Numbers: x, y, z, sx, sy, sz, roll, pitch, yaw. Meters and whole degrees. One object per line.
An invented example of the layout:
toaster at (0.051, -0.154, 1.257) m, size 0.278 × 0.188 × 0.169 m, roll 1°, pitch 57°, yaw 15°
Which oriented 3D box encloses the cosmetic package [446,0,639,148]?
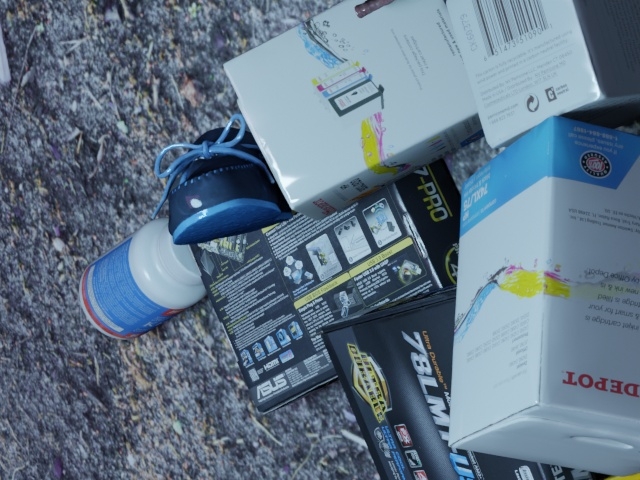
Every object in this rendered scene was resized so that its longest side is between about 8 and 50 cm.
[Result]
cosmetic package at (0.247, -0.187, 1.620) m, size 0.151 × 0.184 × 0.151 m, roll -23°, pitch 80°, yaw 49°

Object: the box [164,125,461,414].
box at (0.000, 0.000, 2.039) m, size 0.395 × 0.097 × 0.318 m, roll -33°, pitch 81°, yaw 48°

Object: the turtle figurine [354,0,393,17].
turtle figurine at (0.091, -0.355, 1.613) m, size 0.266 × 0.198 × 0.274 m, roll 9°, pitch 73°, yaw 43°

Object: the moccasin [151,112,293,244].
moccasin at (-0.111, -0.062, 1.841) m, size 0.342 × 0.138 × 0.116 m, roll 10°, pitch -117°, yaw -88°

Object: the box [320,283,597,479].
box at (0.149, 0.196, 1.811) m, size 0.293 × 0.073 × 0.295 m, roll -18°, pitch 94°, yaw 59°

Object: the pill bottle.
pill bottle at (-0.215, 0.042, 2.268) m, size 0.221 × 0.124 × 0.124 m, roll -30°, pitch 81°, yaw 50°

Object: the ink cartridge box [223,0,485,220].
ink cartridge box at (0.047, -0.148, 1.790) m, size 0.233 × 0.171 × 0.168 m, roll -27°, pitch 82°, yaw 5°

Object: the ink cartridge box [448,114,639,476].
ink cartridge box at (0.249, 0.059, 1.593) m, size 0.197 × 0.198 × 0.270 m, roll 140°, pitch 138°, yaw -63°

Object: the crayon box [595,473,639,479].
crayon box at (0.337, 0.327, 1.748) m, size 0.203 × 0.083 × 0.323 m, roll 65°, pitch 153°, yaw 7°
